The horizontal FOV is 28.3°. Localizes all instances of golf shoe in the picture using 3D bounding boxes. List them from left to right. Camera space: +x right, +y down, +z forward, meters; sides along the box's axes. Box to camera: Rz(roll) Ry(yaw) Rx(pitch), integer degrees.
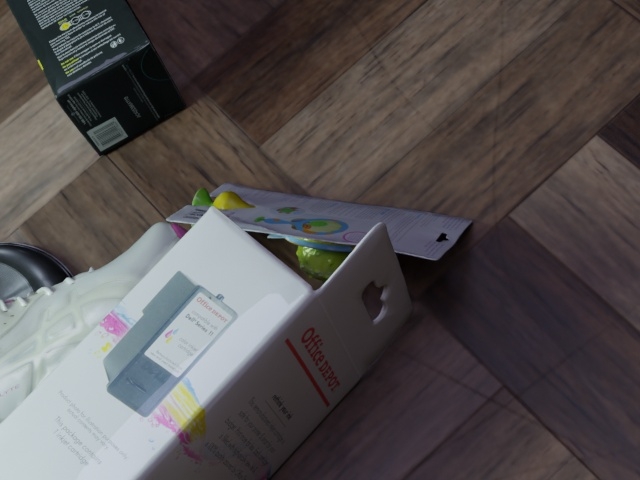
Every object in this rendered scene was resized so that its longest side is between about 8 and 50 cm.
[{"bbox_3d":[-0.235,0.080,1.081,0.140,0.115,0.306,40,67,1],"label":"golf shoe"}]

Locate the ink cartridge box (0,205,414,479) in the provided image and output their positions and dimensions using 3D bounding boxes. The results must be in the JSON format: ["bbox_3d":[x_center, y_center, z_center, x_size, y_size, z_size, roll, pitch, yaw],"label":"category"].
[{"bbox_3d":[-0.092,0.117,1.006,0.119,0.207,0.353,39,78,25],"label":"ink cartridge box"}]

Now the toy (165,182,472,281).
[{"bbox_3d":[0.000,0.000,1.107,0.237,0.137,0.056,12,109,16],"label":"toy"}]

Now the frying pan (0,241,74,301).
[{"bbox_3d":[-0.374,0.077,1.188,0.326,0.053,0.197,9,67,14],"label":"frying pan"}]

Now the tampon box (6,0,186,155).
[{"bbox_3d":[-0.221,-0.190,1.228,0.101,0.120,0.161,-30,62,-2],"label":"tampon box"}]
